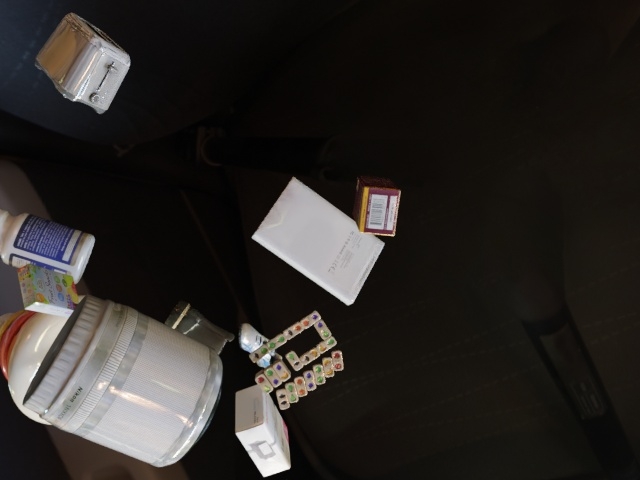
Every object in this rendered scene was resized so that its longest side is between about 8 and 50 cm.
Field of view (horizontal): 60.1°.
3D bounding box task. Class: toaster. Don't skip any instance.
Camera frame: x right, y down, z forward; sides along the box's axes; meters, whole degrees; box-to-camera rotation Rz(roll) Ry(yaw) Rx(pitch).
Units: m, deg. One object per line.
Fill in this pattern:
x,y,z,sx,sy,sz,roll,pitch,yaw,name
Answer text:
-0.530,-0.401,1.235,0.227,0.129,0.146,43,100,30,toaster

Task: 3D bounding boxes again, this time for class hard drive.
0.000,0.000,1.450,0.307,0.203,0.040,35,153,-8,hard drive

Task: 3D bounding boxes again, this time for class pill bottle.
-0.788,0.013,1.545,0.264,0.153,0.153,21,113,-17,pill bottle

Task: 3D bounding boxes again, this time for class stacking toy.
-0.828,0.307,1.613,0.479,0.350,0.351,6,105,34,stacking toy

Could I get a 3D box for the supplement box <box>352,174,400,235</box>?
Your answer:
0.124,-0.084,1.268,0.080,0.188,0.104,6,105,-3,supplement box

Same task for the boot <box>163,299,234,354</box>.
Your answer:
-0.282,0.234,1.173,0.137,0.077,0.198,32,124,-4,boot

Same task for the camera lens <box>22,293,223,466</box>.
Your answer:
-0.324,0.241,0.949,0.274,0.219,0.219,33,116,-22,camera lens

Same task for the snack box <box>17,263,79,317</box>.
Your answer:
-0.621,0.118,1.271,0.037,0.141,0.100,-29,67,9,snack box

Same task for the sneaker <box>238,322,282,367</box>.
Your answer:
-0.190,0.328,1.738,0.086,0.085,0.237,-8,141,17,sneaker

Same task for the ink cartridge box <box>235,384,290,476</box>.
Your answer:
-0.186,0.608,1.781,0.100,0.172,0.237,-19,121,3,ink cartridge box

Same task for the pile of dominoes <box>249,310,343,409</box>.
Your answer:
-0.063,0.349,1.576,0.251,0.040,0.196,-34,97,-1,pile of dominoes
